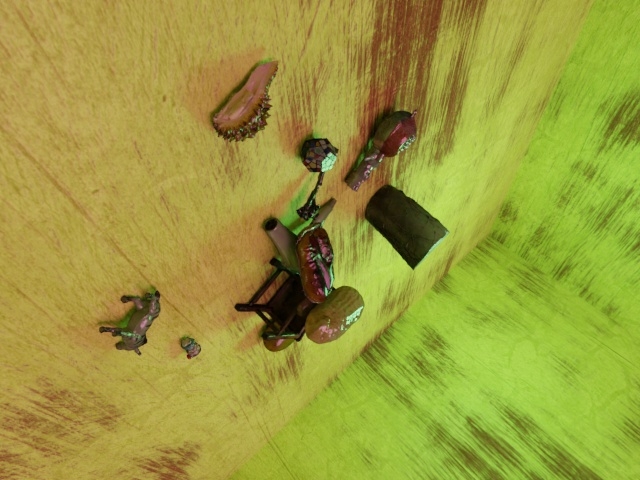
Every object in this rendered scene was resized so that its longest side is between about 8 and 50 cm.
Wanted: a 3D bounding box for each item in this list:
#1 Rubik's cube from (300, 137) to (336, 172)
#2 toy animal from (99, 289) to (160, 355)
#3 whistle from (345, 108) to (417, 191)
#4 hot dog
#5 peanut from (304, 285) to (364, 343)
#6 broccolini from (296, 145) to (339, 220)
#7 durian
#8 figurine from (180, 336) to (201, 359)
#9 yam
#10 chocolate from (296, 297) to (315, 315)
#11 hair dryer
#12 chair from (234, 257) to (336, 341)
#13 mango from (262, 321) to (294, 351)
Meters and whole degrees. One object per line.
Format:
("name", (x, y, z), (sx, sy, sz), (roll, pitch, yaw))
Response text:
("Rubik's cube", (-0.006, -0.254, 1.264), (0.093, 0.111, 0.111), (-29, 160, 24))
("toy animal", (-0.503, 0.230, 1.180), (0.217, 0.073, 0.176), (-52, 158, -4))
("whistle", (0.218, -0.316, 1.486), (0.346, 0.133, 0.142), (-50, -170, 19))
("hot dog", (-0.010, 0.073, 1.424), (0.162, 0.081, 0.271), (-29, 113, -52))
("peanut", (0.050, 0.269, 1.532), (0.313, 0.152, 0.152), (-34, 153, -57))
("broccolini", (0.001, -0.178, 1.370), (0.254, 0.057, 0.071), (-63, 168, 12))
("durian", (-0.150, -0.315, 0.992), (0.224, 0.078, 0.140), (-54, 152, 12))
("figurine", (-0.447, 0.366, 1.456), (0.060, 0.047, 0.106), (-47, 152, -23))
("yam", (0.357, -0.055, 1.787), (0.241, 0.348, 0.241), (-33, 154, -19))
("chocolate", (-0.039, 0.224, 1.490), (0.100, 0.031, 0.065), (-39, 151, -32))
("hair dryer", (-0.078, -0.041, 1.455), (0.296, 0.119, 0.298), (19, 94, -57))
("chair", (-0.093, 0.250, 1.666), (0.241, 0.203, 0.416), (-55, 151, 2))
("mango", (-0.141, 0.385, 1.849), (0.251, 0.114, 0.157), (-32, 141, -28))
